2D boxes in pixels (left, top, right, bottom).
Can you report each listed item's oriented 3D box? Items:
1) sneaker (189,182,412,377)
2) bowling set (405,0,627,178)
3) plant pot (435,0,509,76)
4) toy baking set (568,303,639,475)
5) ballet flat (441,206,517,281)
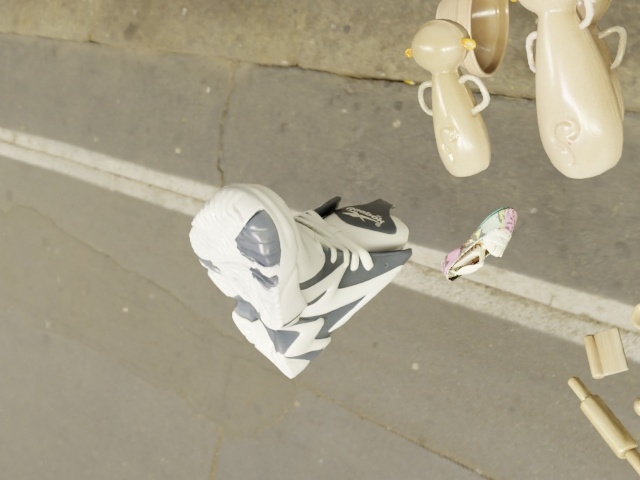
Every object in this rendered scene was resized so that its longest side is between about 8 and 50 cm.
[{"bbox_3d":[0.000,0.000,0.490,0.094,0.235,0.153,35,68,28],"label":"sneaker"},{"bbox_3d":[0.217,-0.147,0.478,0.287,0.200,0.154,8,124,50],"label":"bowling set"},{"bbox_3d":[0.330,-0.484,1.475,0.109,0.237,0.238,7,97,34],"label":"plant pot"},{"bbox_3d":[0.411,0.186,0.799,0.197,0.030,0.256,-58,33,29],"label":"toy baking set"},{"bbox_3d":[0.358,0.020,1.470,0.221,0.077,0.079,-44,32,30],"label":"ballet flat"}]
